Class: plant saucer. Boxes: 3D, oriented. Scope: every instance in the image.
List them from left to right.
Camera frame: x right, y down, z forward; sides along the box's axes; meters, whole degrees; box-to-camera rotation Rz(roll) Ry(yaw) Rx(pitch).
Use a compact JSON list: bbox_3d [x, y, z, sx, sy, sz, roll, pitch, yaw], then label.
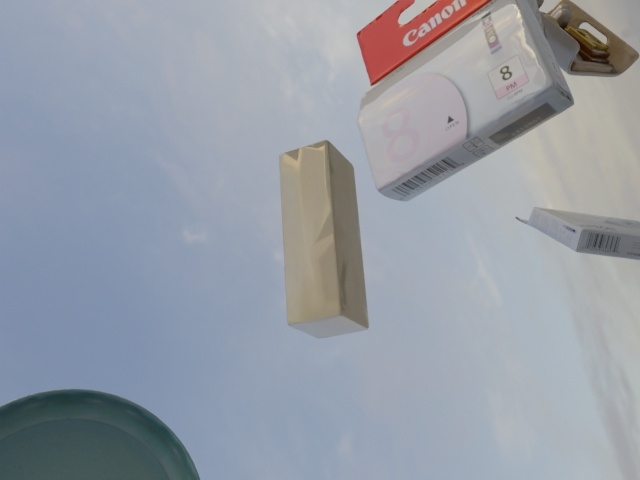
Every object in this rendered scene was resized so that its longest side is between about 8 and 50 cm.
[{"bbox_3d":[-0.286,0.324,0.759,0.317,0.044,0.318,8,-120,-15],"label":"plant saucer"}]

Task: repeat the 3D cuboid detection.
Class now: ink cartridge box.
[{"bbox_3d":[0.114,-0.180,0.674,0.066,0.189,0.233,14,-127,-49],"label":"ink cartridge box"},{"bbox_3d":[0.501,-0.018,1.238,0.224,0.223,0.045,-128,47,-70],"label":"ink cartridge box"}]

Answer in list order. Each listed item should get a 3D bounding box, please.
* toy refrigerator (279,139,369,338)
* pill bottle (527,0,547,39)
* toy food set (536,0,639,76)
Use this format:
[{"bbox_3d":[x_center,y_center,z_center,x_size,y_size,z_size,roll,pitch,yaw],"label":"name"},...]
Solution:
[{"bbox_3d":[0.000,0.000,1.023,0.102,0.094,0.270,35,-134,-58],"label":"toy refrigerator"},{"bbox_3d":[0.291,-0.365,1.132,0.229,0.131,0.131,36,-137,-57],"label":"pill bottle"},{"bbox_3d":[0.483,-0.423,1.347,0.306,0.092,0.220,-12,-127,-45],"label":"toy food set"}]
